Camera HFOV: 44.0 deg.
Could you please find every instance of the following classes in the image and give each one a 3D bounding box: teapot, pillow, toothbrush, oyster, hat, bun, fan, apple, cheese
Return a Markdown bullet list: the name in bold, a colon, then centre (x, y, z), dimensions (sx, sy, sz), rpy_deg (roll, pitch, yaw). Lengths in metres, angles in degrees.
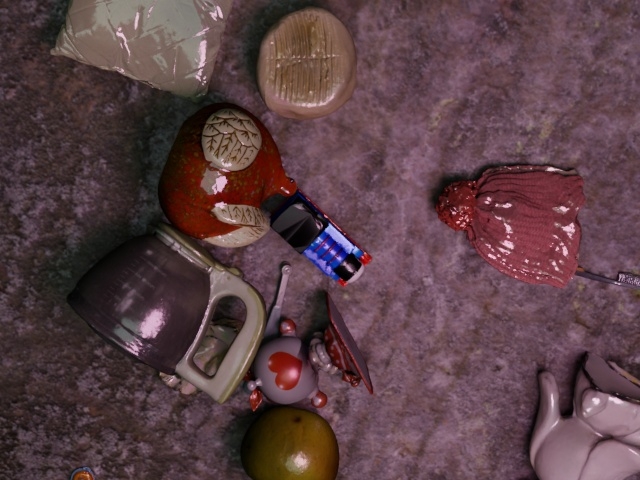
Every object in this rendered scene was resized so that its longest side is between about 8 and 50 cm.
- **teapot**: centre (-0.266, 0.108, 1.404), dimensions (0.321, 0.239, 0.239), rpy_deg (33, 83, 34)
- **pillow**: centre (-0.301, -0.414, 1.396), dimensions (0.280, 0.076, 0.274), rpy_deg (17, 103, -12)
- **toothbrush**: centre (0.485, 0.051, 1.561), dimensions (0.321, 0.023, 0.031), rpy_deg (13, 94, -7)
- **oyster**: centre (-0.221, 0.215, 1.538), dimensions (0.133, 0.072, 0.209), rpy_deg (43, 104, 11)
- **hat**: centre (0.353, -0.044, 1.493), dimensions (0.286, 0.107, 0.237), rpy_deg (11, 73, -6)
- **bun**: centre (-0.026, -0.312, 1.408), dimensions (0.178, 0.128, 0.193), rpy_deg (-1, 91, -3)
- **fan**: centre (-0.092, 0.178, 1.557), dimensions (0.057, 0.023, 0.282), rpy_deg (15, 102, -5)
- **apple**: centre (-0.055, 0.407, 1.526), dimensions (0.196, 0.196, 0.157), rpy_deg (19, 61, -7)
- **cheese**: centre (-0.490, 0.508, 1.605), dimensions (0.047, 0.017, 0.111), rpy_deg (20, 100, -4)

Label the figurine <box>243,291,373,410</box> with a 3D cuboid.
- **figurine**: centre (-0.043, 0.241, 1.502), dimensions (0.226, 0.160, 0.183), rpy_deg (-27, 101, 4)

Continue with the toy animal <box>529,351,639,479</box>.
- **toy animal**: centre (0.528, 0.372, 1.527), dimensions (0.174, 0.249, 0.289), rpy_deg (3, 93, -37)

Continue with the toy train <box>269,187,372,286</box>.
- **toy train**: centre (0.000, 0.000, 1.468), dimensions (0.204, 0.131, 0.083), rpy_deg (43, 96, -10)

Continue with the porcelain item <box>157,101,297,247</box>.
- **porcelain item**: centre (-0.153, -0.111, 1.386), dimensions (0.253, 0.253, 0.253), rpy_deg (-1, 102, -3)
